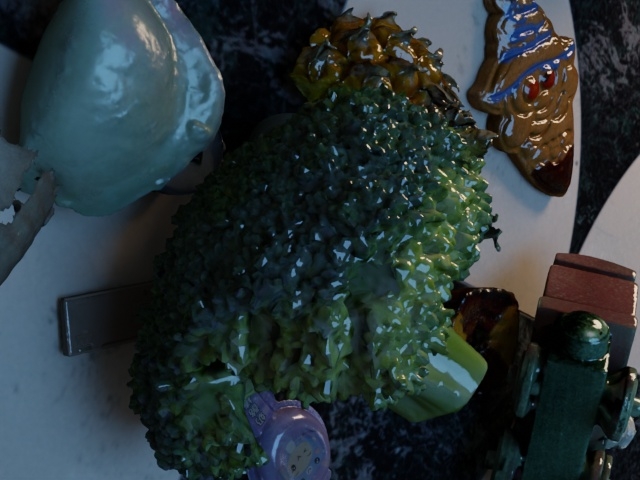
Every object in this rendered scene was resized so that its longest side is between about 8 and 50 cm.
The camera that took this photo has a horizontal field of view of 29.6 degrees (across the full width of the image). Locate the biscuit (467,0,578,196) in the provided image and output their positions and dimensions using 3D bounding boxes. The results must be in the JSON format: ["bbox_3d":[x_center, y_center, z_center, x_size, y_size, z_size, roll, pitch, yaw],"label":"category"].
[{"bbox_3d":[0.247,-0.168,1.413,0.183,0.043,0.280,-37,118,-29],"label":"biscuit"}]

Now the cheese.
[{"bbox_3d":[-0.045,0.195,1.192,0.105,0.042,0.191,-54,127,-24],"label":"cheese"}]

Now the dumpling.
[{"bbox_3d":[-0.165,-0.126,0.975,0.149,0.104,0.217,9,96,-47],"label":"dumpling"}]

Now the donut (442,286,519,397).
[{"bbox_3d":[0.167,0.110,1.367,0.140,0.059,0.141,-10,105,-43],"label":"donut"}]

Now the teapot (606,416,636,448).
[{"bbox_3d":[0.378,0.236,1.597,0.064,0.064,0.083,24,49,-51],"label":"teapot"}]

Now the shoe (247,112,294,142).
[{"bbox_3d":[0.000,0.000,1.157,0.100,0.103,0.251,-28,108,-69],"label":"shoe"}]

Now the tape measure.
[{"bbox_3d":[-0.128,-0.087,1.055,0.091,0.054,0.094,-11,103,-36],"label":"tape measure"}]

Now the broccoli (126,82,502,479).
[{"bbox_3d":[0.003,0.063,0.986,0.302,0.249,0.375,41,93,-3],"label":"broccoli"}]

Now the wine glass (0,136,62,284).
[{"bbox_3d":[-0.330,0.039,0.794,0.190,0.190,0.357,49,63,-37],"label":"wine glass"}]

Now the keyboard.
[{"bbox_3d":[-0.158,0.064,1.080,0.166,0.017,0.055,-11,100,-42],"label":"keyboard"}]

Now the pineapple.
[{"bbox_3d":[0.103,-0.148,1.195,0.249,0.164,0.140,39,63,-37],"label":"pineapple"}]

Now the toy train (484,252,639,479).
[{"bbox_3d":[0.287,0.181,1.410,0.221,0.150,0.304,-64,163,-52],"label":"toy train"}]
